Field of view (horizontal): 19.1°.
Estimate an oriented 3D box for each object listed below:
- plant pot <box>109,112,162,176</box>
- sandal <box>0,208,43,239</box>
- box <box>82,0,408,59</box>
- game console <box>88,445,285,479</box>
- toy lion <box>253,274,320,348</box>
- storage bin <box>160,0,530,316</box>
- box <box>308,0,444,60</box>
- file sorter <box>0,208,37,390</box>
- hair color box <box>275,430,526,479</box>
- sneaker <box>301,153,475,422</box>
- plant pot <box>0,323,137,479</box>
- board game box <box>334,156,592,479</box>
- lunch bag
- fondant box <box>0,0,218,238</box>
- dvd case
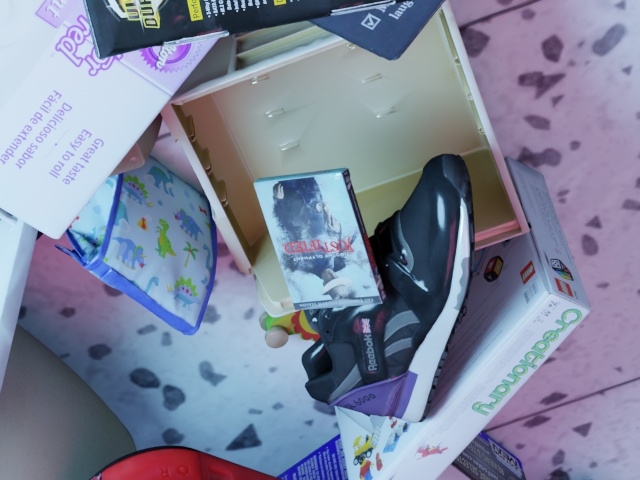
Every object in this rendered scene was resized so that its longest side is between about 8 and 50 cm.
[{"bbox_3d":[-0.196,-0.108,1.600,0.109,0.096,0.109,-17,130,5],"label":"plant pot"},{"bbox_3d":[-0.364,-0.019,1.672,0.254,0.054,0.097,3,130,-12],"label":"sandal"},{"bbox_3d":[-0.051,-0.284,1.211,0.257,0.079,0.322,-10,131,1],"label":"box"},{"bbox_3d":[-0.142,0.335,1.815,0.342,0.060,0.386,-37,140,25],"label":"game console"},{"bbox_3d":[-0.012,0.059,1.821,0.096,0.034,0.100,-13,131,-8],"label":"toy lion"},{"bbox_3d":[0.012,-0.094,1.632,0.260,0.123,0.262,-20,131,6],"label":"storage bin"},{"bbox_3d":[-0.036,-0.360,1.338,0.395,0.212,0.293,24,123,-28],"label":"box"},{"bbox_3d":[-0.406,0.058,1.576,0.277,0.193,0.173,-18,139,33],"label":"file sorter"},{"bbox_3d":[0.036,0.310,1.991,0.339,0.110,0.185,-35,128,21],"label":"hair color box"},{"bbox_3d":[0.051,0.047,1.614,0.124,0.107,0.283,7,129,-8],"label":"sneaker"},{"bbox_3d":[-0.305,0.190,1.760,0.256,0.256,0.274,-38,140,21],"label":"plant pot"},{"bbox_3d":[0.119,0.094,1.764,0.053,0.193,0.305,23,123,-26],"label":"board game box"},{"bbox_3d":[-0.159,0.002,1.664,0.096,0.151,0.129,-39,127,21],"label":"lunch bag"},{"bbox_3d":[-0.262,-0.185,1.418,0.330,0.096,0.238,33,105,-29],"label":"fondant box"},{"bbox_3d":[0.000,0.000,1.569,0.087,0.013,0.119,-5,114,30],"label":"dvd case"}]
